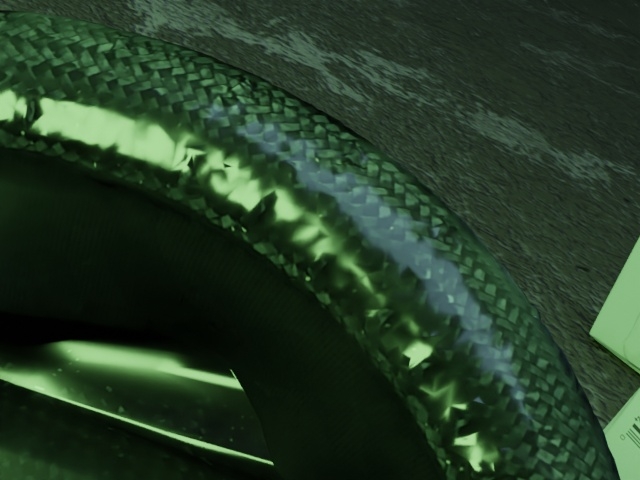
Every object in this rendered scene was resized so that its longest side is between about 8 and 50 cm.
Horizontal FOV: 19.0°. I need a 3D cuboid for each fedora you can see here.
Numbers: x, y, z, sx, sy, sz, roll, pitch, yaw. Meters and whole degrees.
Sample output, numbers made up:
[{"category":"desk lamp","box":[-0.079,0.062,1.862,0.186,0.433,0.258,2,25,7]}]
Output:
[{"category":"fedora","box":[-0.077,0.104,0.524,0.334,0.334,0.152,29,-10,13]}]

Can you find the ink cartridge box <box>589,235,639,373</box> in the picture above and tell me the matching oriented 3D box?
[{"category":"ink cartridge box","box":[0.284,0.036,1.205,0.127,0.128,0.176,38,25,32]}]

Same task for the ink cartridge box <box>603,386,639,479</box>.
[{"category":"ink cartridge box","box":[0.306,0.170,0.813,0.309,0.130,0.272,23,18,-40]}]
